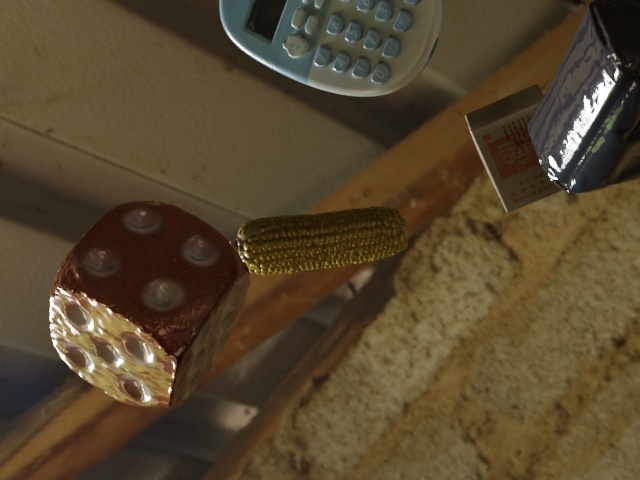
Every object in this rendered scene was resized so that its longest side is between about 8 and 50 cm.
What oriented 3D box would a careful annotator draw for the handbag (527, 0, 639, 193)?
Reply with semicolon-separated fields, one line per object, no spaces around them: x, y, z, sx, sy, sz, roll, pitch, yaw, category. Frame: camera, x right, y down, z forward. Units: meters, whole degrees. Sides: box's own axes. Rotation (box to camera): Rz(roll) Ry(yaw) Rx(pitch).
0.446;-0.218;1.417;0.275;0.177;0.302;-14;-27;-14;handbag

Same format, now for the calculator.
-0.009;-0.266;1.125;0.042;0.303;0.188;-21;-42;-59;calculator

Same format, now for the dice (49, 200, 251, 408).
-0.191;0.072;1.204;0.174;0.179;0.175;-54;-16;-42;dice

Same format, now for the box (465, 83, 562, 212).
0.349;-0.156;1.831;0.141;0.058;0.201;-22;-53;11;box

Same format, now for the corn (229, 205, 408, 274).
0.000;0.000;1.391;0.238;0.080;0.080;-5;-48;-5;corn
